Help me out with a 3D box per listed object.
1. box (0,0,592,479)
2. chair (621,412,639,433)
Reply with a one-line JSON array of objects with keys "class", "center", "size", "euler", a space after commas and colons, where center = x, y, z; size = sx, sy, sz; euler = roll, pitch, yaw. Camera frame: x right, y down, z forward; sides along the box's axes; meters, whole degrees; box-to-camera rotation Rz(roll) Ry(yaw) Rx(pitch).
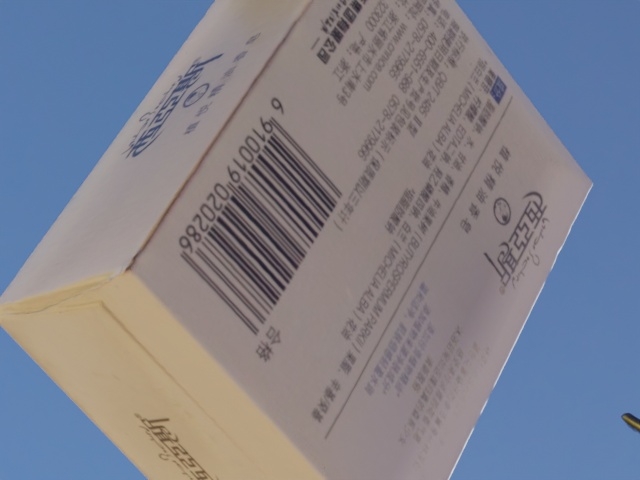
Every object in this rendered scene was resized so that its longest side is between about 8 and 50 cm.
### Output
[{"class": "box", "center": [-0.002, 0.001, 0.935], "size": [0.116, 0.274, 0.203], "euler": [-16, -56, 44]}, {"class": "chair", "center": [0.233, 0.205, 1.083], "size": [0.326, 0.160, 0.170], "euler": [14, -61, 58]}]
